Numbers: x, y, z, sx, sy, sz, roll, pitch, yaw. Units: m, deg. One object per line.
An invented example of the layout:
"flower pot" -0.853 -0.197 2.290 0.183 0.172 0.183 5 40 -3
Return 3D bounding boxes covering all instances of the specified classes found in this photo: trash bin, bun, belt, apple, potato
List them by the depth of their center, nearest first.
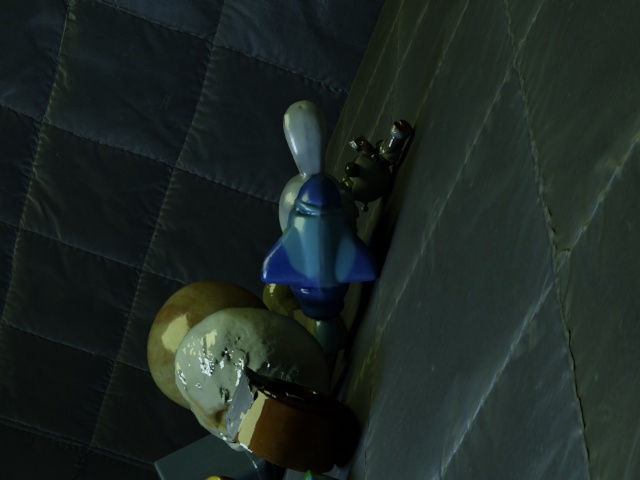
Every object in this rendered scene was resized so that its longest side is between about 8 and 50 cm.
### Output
"belt" -0.050 0.269 1.570 0.261 0.184 0.105 15 -85 -81
"bun" -0.119 0.250 1.766 0.146 0.287 0.287 -77 8 -59
"apple" -0.196 0.202 1.978 0.234 0.257 0.257 -9 58 51
"trash bin" -0.200 0.466 2.097 0.177 0.236 0.101 44 152 53
"potato" -0.051 0.119 2.248 0.194 0.157 0.157 148 140 -83

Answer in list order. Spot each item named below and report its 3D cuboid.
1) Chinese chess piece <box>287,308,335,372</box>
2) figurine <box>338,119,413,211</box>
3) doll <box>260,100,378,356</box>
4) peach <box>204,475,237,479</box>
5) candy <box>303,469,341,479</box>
"Chinese chess piece" -0.045 0.254 2.002 0.251 0.097 0.251 -161 90 -83
"figurine" 0.099 -0.148 1.957 0.147 0.093 0.197 -21 -38 -53
"doll" 0.008 -0.003 1.845 0.187 0.376 0.366 -21 41 18
"peach" -0.165 0.510 1.616 0.275 0.248 0.245 -93 -17 -60
"candy" -0.001 0.383 1.369 0.194 0.062 0.097 -121 50 -84
